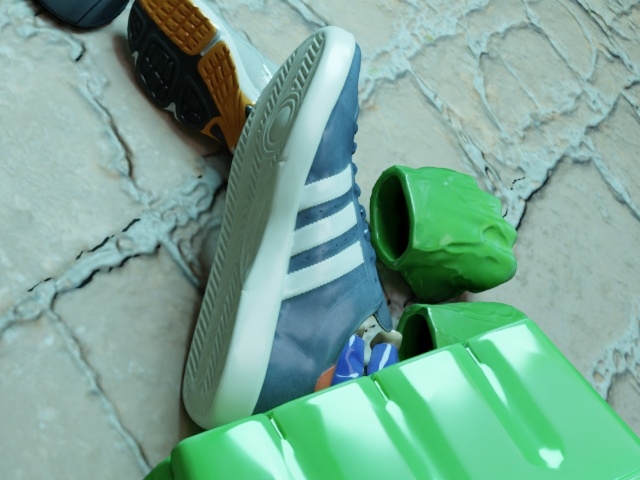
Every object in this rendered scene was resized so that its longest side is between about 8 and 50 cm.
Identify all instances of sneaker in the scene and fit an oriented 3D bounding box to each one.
[{"bbox_3d":[0.000,0.000,0.907,0.148,0.131,0.350,19,80,-24],"label":"sneaker"},{"bbox_3d":[-0.072,-0.141,1.029,0.262,0.099,0.121,50,28,-6],"label":"sneaker"}]

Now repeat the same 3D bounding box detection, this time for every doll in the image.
[{"bbox_3d":[0.038,0.163,0.942,0.129,0.046,0.189,18,54,-11],"label":"doll"}]

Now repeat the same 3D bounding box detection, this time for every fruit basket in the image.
[{"bbox_3d":[0.068,0.283,0.733,0.392,0.283,0.392,11,59,-20],"label":"fruit basket"}]

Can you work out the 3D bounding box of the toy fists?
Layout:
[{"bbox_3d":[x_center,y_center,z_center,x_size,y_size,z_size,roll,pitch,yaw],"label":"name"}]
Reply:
[{"bbox_3d":[0.133,0.056,1.064,0.142,0.096,0.279,8,60,-30],"label":"toy fists"}]

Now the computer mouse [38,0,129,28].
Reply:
[{"bbox_3d":[-0.207,-0.321,1.037,0.184,0.060,0.262,48,43,-7],"label":"computer mouse"}]
